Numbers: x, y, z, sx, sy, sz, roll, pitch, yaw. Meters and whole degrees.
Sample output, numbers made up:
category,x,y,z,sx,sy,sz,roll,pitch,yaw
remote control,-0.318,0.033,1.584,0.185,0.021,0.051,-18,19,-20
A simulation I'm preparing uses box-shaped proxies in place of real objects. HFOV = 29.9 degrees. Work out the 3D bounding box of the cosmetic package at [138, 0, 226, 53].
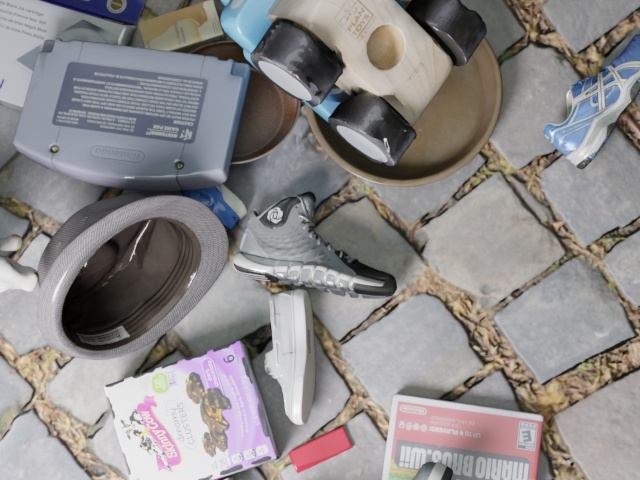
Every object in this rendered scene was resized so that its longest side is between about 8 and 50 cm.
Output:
category,x,y,z,sx,sy,sz,roll,pitch,yaw
cosmetic package,-0.198,-0.299,1.723,0.115,0.041,0.060,-19,79,0

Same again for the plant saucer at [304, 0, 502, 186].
category,x,y,z,sx,sy,sz,roll,pitch,yaw
plant saucer,0.116,-0.207,1.686,0.277,0.041,0.278,-1,79,3

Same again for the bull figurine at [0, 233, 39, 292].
category,x,y,z,sx,sy,sz,roll,pitch,yaw
bull figurine,-0.502,0.048,1.591,0.310,0.188,0.101,-9,89,13

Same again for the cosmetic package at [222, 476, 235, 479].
category,x,y,z,sx,sy,sz,roll,pitch,yaw
cosmetic package,-0.123,0.442,1.574,0.098,0.060,0.239,-21,79,-1

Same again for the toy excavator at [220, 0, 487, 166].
category,x,y,z,sx,sy,sz,roll,pitch,yaw
toy excavator,-0.071,-0.321,1.604,0.433,0.445,0.222,38,82,-32

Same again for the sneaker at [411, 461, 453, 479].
category,x,y,z,sx,sy,sz,roll,pitch,yaw
sneaker,0.028,0.376,1.533,0.178,0.124,0.296,33,90,12

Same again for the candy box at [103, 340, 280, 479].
category,x,y,z,sx,sy,sz,roll,pitch,yaw
candy box,-0.172,0.244,1.608,0.196,0.070,0.165,-19,79,0

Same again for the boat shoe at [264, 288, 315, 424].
category,x,y,z,sx,sy,sz,roll,pitch,yaw
boat shoe,-0.045,0.157,1.621,0.063,0.066,0.184,-5,80,14

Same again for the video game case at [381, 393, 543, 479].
category,x,y,z,sx,sy,sz,roll,pitch,yaw
video game case,0.178,0.359,1.586,0.204,0.025,0.285,7,81,5

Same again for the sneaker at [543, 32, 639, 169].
category,x,y,z,sx,sy,sz,roll,pitch,yaw
sneaker,0.388,-0.204,1.645,0.081,0.080,0.211,34,82,6

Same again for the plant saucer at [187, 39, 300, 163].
category,x,y,z,sx,sy,sz,roll,pitch,yaw
plant saucer,-0.127,-0.189,1.686,0.198,0.036,0.199,0,68,-1

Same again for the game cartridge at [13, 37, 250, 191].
category,x,y,z,sx,sy,sz,roll,pitch,yaw
game cartridge,-0.258,-0.168,1.633,0.297,0.062,0.198,9,75,8

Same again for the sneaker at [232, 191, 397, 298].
category,x,y,z,sx,sy,sz,roll,pitch,yaw
sneaker,0.000,0.000,1.635,0.228,0.086,0.132,10,78,7

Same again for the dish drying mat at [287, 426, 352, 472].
category,x,y,z,sx,sy,sz,roll,pitch,yaw
dish drying mat,0.000,0.284,1.621,0.083,0.008,0.032,-25,80,-2

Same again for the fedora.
category,x,y,z,sx,sy,sz,roll,pitch,yaw
fedora,-0.271,0.027,1.605,0.275,0.243,0.124,-47,51,1

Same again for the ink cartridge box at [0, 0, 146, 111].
category,x,y,z,sx,sy,sz,roll,pitch,yaw
ink cartridge box,-0.391,-0.290,1.733,0.223,0.045,0.224,17,81,7

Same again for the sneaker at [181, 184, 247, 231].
category,x,y,z,sx,sy,sz,roll,pitch,yaw
sneaker,-0.184,-0.063,1.671,0.152,0.058,0.084,43,77,4
